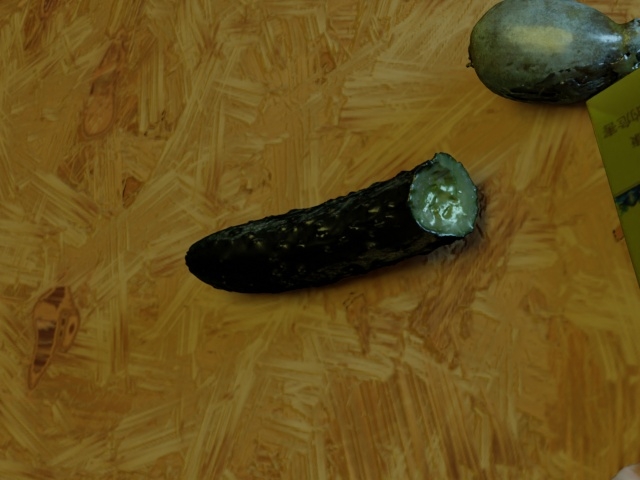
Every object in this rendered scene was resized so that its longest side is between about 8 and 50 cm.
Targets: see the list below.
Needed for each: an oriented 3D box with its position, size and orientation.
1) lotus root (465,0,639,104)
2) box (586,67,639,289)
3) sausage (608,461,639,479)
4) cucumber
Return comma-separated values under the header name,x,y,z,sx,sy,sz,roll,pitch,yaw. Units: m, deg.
name,x,y,z,sx,sy,sz,roll,pitch,yaw
lotus root,0.189,-0.151,1.218,0.165,0.088,0.088,7,75,33
box,0.286,-0.030,1.078,0.153,0.041,0.279,-32,47,29
sausage,0.268,0.269,0.835,0.287,0.233,0.233,35,94,47
cucumber,0.000,0.000,1.316,0.303,0.081,0.072,-19,15,40
